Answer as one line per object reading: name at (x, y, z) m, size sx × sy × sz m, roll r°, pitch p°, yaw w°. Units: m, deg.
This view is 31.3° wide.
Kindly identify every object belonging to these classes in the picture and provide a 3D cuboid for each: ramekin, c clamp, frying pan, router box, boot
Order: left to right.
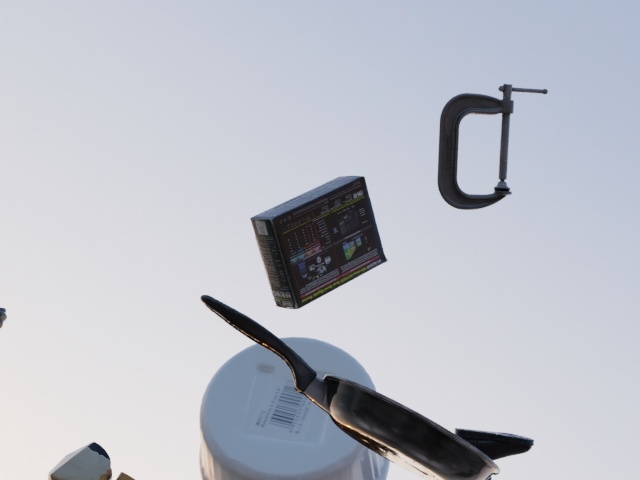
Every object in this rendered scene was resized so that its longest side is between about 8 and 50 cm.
ramekin at (-0.040, 0.267, 1.602) m, size 0.277 × 0.277 × 0.135 m, roll 19°, pitch -38°, yaw 19°
router box at (0.000, 0.000, 1.093) m, size 0.038 × 0.122 × 0.092 m, roll 4°, pitch -66°, yaw 52°
frying pan at (0.034, 0.158, 1.112) m, size 0.326 × 0.053 × 0.197 m, roll 34°, pitch -14°, yaw -20°
boot at (0.235, 0.318, 1.602) m, size 0.121 × 0.099 × 0.045 m, roll 6°, pitch -5°, yaw 3°
c clamp at (0.204, -0.113, 1.368) m, size 0.137 × 0.160 × 0.022 m, roll 7°, pitch 2°, yaw -19°

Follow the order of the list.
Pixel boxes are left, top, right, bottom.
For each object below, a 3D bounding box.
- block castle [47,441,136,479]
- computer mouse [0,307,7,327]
block castle at (-0.118, 0.415, 0.956) m, size 0.453 × 0.303 × 0.212 m, roll 29°, pitch -42°, yaw 10°
computer mouse at (-0.228, 0.043, 0.701) m, size 0.042 × 0.106 × 0.193 m, roll 44°, pitch 7°, yaw -19°
